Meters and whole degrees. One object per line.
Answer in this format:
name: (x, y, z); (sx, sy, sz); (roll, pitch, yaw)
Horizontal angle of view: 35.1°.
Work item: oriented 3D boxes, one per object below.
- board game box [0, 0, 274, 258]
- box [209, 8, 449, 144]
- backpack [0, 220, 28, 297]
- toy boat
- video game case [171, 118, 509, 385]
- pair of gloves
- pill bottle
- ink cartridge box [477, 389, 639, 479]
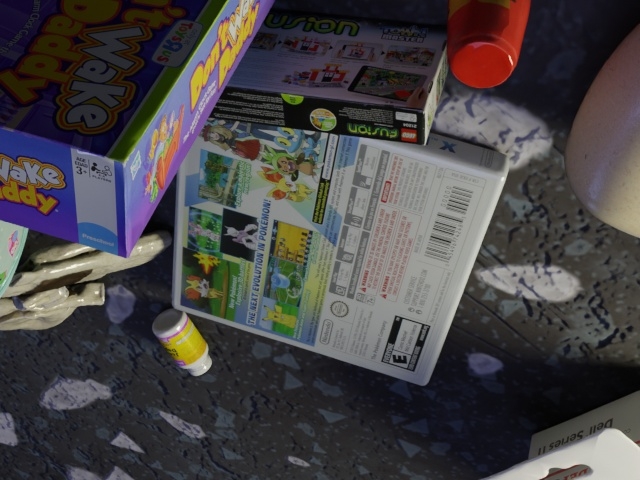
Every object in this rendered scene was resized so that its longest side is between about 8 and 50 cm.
board game box: (-0.170, -0.162, 0.680); (0.233, 0.347, 0.078); (16, 136, 5)
box: (-0.006, -0.137, 0.812); (0.207, 0.114, 0.036); (9, 136, 14)
backpack: (-0.361, -0.011, 0.914); (0.188, 0.166, 0.144); (14, 169, 16)
toy boat: (0.235, -0.130, 0.722); (0.318, 0.148, 0.267); (21, 143, -10)
video game case: (0.000, 0.000, 1.007); (0.300, 0.036, 0.329); (17, 138, 5)
pair of gloves: (-0.293, 0.057, 1.080); (0.240, 0.204, 0.042); (-29, 77, 40)
pill bottle: (-0.160, 0.121, 1.185); (0.043, 0.043, 0.083); (-8, 130, 28)
ink cartridge box: (0.362, 0.275, 1.079); (0.353, 0.119, 0.207); (36, 136, -17)
